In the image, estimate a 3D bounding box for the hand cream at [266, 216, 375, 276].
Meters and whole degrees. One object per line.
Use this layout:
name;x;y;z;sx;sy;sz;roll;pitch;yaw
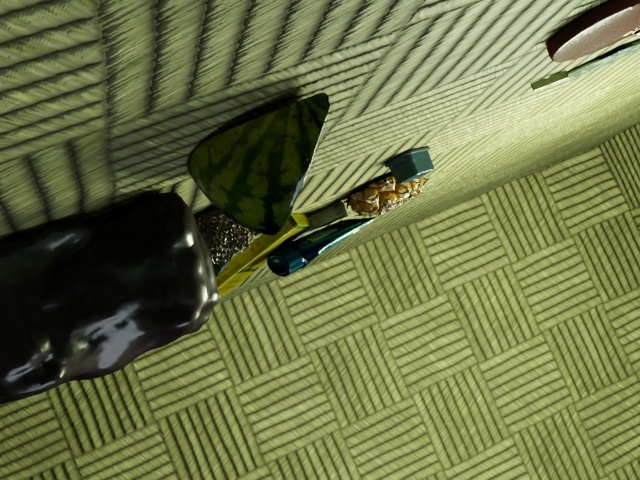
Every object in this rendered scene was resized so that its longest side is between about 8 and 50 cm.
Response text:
hand cream;0.000;0.000;2.011;0.270;0.061;0.120;-31;-165;-33

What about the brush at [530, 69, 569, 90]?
brush;0.430;-0.300;1.621;0.083;0.016;0.013;-22;-174;-18

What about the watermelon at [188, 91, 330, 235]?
watermelon;-0.072;-0.072;1.103;0.159;0.128;0.303;-22;175;-16

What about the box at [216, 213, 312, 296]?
box;-0.150;0.037;1.970;0.279;0.041;0.153;-39;172;9

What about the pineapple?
pineapple;0.161;-0.109;2.037;0.224;0.076;0.225;-26;175;-2

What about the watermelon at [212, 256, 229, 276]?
watermelon;-0.252;0.033;1.876;0.181;0.075;0.092;-26;-141;46

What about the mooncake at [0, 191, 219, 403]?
mooncake;-0.337;0.089;1.224;0.381;0.212;0.350;-20;180;-13

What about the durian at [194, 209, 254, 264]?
durian;-0.178;-0.003;1.525;0.148;0.091;0.188;-22;176;-19

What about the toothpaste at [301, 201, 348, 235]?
toothpaste;-0.028;-0.039;2.094;0.196;0.040;0.047;-24;172;7

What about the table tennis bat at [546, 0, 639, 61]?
table tennis bat;0.477;-0.337;1.350;0.310;0.038;0.200;-18;172;-44

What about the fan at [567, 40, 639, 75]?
fan;0.563;-0.355;1.694;0.240;0.009;0.131;-23;175;-4

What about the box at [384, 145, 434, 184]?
box;0.191;-0.156;1.808;0.074;0.054;0.099;-26;175;39
